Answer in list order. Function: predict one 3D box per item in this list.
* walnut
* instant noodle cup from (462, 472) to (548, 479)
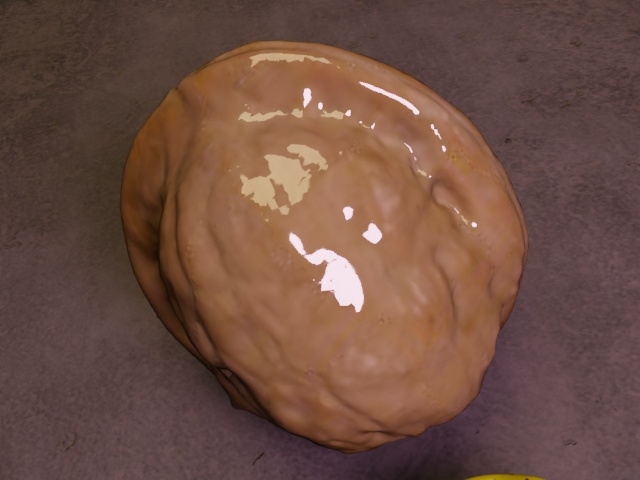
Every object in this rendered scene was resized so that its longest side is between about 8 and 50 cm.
[{"bbox_3d":[0.008,0.005,0.787,0.384,0.383,0.383,-8,44,8],"label":"walnut"},{"bbox_3d":[0.148,0.292,0.623,0.182,0.144,0.182,-8,43,8],"label":"instant noodle cup"}]
